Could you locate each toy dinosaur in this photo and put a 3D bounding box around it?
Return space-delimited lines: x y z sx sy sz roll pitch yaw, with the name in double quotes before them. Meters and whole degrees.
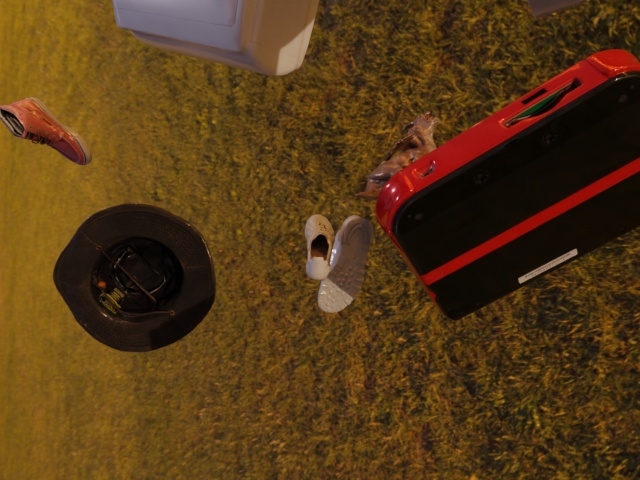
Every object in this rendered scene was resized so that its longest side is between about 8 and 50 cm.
"toy dinosaur" 0.174 -0.152 1.002 0.200 0.296 0.127 43 156 43

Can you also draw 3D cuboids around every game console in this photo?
"game console" 0.304 -0.051 0.679 0.387 0.342 0.060 -31 44 12

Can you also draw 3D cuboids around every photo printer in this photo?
"photo printer" -0.129 -0.340 0.513 0.308 0.107 0.255 26 110 35

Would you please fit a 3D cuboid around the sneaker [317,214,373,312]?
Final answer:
"sneaker" 0.054 0.055 1.055 0.234 0.090 0.095 -67 18 4

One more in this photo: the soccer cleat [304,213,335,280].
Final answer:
"soccer cleat" 0.000 0.000 0.965 0.196 0.068 0.076 -89 5 -48

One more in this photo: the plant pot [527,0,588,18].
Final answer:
"plant pot" 0.412 -0.472 0.777 0.109 0.096 0.109 -60 27 -6

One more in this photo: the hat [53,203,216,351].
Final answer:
"hat" -0.363 0.066 0.950 0.134 0.332 0.330 -86 15 -72

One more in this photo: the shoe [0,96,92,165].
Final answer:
"shoe" -0.560 -0.212 0.921 0.178 0.081 0.063 46 126 -6
